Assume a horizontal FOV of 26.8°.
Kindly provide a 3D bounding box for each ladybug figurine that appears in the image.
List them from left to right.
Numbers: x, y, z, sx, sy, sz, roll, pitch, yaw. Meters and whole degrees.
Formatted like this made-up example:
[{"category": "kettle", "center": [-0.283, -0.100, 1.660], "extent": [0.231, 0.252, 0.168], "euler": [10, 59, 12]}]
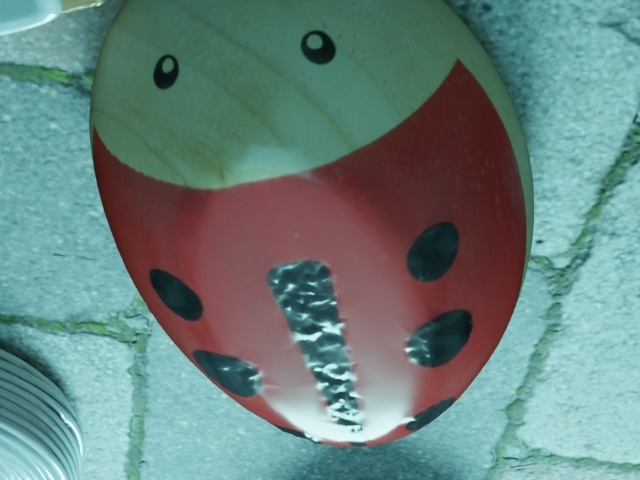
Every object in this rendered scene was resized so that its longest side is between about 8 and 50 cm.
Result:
[{"category": "ladybug figurine", "center": [0.000, 0.000, 0.943], "extent": [0.305, 0.162, 0.449], "euler": [-12, 133, 13]}]

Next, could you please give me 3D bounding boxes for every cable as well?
[{"category": "cable", "center": [-0.341, 0.190, 1.190], "extent": [0.257, 0.089, 0.257], "euler": [-17, 131, 18]}]

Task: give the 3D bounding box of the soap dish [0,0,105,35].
[{"category": "soap dish", "center": [-0.271, -0.242, 0.745], "extent": [0.229, 0.118, 0.291], "euler": [-9, 133, 10]}]
